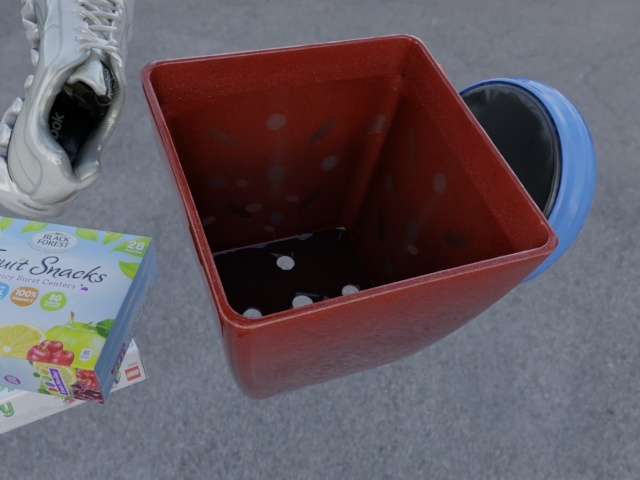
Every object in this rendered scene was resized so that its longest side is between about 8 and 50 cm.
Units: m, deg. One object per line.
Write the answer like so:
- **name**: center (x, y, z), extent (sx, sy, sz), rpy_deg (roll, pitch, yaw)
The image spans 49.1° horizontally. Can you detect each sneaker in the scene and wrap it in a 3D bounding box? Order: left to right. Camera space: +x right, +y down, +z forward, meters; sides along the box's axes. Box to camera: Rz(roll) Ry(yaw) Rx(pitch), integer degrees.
- **sneaker**: center (-0.211, -0.165, 0.625), extent (0.110, 0.292, 0.118), rpy_deg (15, -16, -37)

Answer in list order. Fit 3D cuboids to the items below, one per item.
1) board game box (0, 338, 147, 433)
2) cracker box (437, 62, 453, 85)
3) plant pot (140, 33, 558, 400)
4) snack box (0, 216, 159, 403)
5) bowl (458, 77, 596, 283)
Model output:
- **board game box**: center (-0.398, 0.170, 0.912), extent (0.305, 0.053, 0.193), rpy_deg (-19, 27, -20)
- **cracker box**: center (0.122, -0.150, 1.103), extent (0.232, 0.156, 0.067), rpy_deg (-33, 18, 8)
- **plant pot**: center (0.000, 0.000, 0.646), extent (0.267, 0.236, 0.267), rpy_deg (-12, 55, -19)
- **snack box**: center (-0.297, 0.065, 0.732), extent (0.206, 0.070, 0.175), rpy_deg (9, 47, 5)
- **bowl**: center (0.310, -0.110, 1.293), extent (0.077, 0.391, 0.391), rpy_deg (8, 30, -36)
